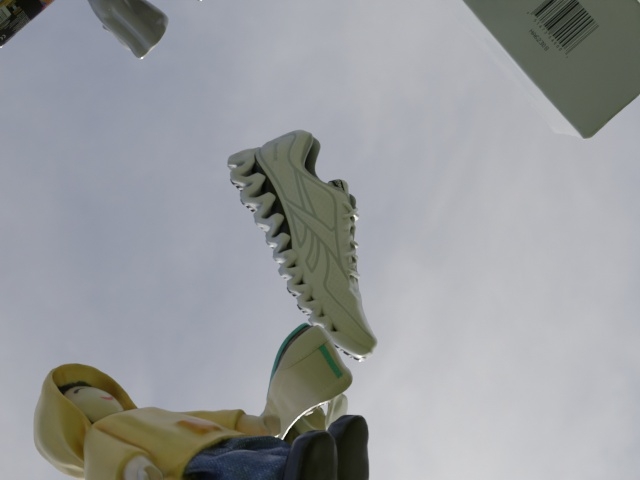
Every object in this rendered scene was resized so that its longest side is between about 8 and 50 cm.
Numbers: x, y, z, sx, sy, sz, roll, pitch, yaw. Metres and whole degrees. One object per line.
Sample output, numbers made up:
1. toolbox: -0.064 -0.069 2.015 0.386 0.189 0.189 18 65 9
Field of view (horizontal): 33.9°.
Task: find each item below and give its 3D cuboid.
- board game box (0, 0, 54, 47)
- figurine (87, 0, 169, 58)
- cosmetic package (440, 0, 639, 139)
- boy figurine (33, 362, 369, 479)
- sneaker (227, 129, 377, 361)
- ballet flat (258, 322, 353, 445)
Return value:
1. board game box: -0.321 -0.302 1.106 0.170 0.141 0.048 -44 -31 -10
2. figurine: -0.271 -0.385 1.456 0.209 0.215 0.092 40 -152 -23
3. cosmetic package: 0.255 -0.240 1.167 0.224 0.138 0.224 48 -173 -3
4. boy figurine: -0.102 0.155 0.800 0.177 0.285 0.092 -7 -78 -55
5. sneaker: 0.000 0.000 1.220 0.292 0.118 0.110 62 -177 15
6. ballet flat: -0.020 0.166 0.989 0.086 0.248 0.086 6 -121 -9
